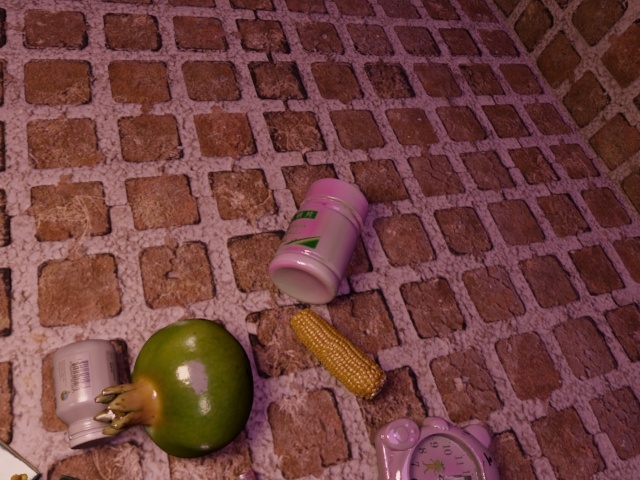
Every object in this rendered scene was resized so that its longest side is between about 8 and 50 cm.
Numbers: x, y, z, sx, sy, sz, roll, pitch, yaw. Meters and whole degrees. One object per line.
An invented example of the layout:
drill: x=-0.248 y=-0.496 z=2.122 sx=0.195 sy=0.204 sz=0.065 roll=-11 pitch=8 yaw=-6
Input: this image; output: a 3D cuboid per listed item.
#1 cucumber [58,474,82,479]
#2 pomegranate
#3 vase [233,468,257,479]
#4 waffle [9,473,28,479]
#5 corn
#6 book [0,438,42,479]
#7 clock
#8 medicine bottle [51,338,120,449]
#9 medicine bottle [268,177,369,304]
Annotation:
cucumber: x=-0.460 y=0.563 z=0.995 sx=0.211 sy=0.062 sz=0.078 roll=23 pitch=90 yaw=-11
pomegranate: x=-0.298 y=0.326 z=1.046 sx=0.358 sy=0.216 sz=0.310 roll=-1 pitch=67 yaw=-51
vase: x=-0.126 y=0.626 z=1.052 sx=0.086 sy=0.086 sz=0.214 roll=-22 pitch=65 yaw=-28
waffle: x=-0.630 y=0.567 z=0.844 sx=0.300 sy=0.058 sz=0.282 roll=3 pitch=50 yaw=3
corn: x=0.042 y=0.306 z=1.277 sx=0.305 sy=0.106 sz=0.106 roll=40 pitch=57 yaw=10
book: x=-0.797 y=0.542 z=0.910 sx=0.264 sy=0.031 sz=0.379 roll=38 pitch=56 yaw=5
clock: x=0.305 y=0.601 z=1.184 sx=0.321 sy=0.113 sz=0.296 roll=3 pitch=60 yaw=-17
medicine bottle: x=-0.521 y=0.344 z=1.052 sx=0.134 sy=0.135 sz=0.216 roll=-8 pitch=64 yaw=-22
medicine bottle: x=0.000 y=0.000 z=1.376 sx=0.211 sy=0.212 sz=0.326 roll=25 pitch=58 yaw=-2
